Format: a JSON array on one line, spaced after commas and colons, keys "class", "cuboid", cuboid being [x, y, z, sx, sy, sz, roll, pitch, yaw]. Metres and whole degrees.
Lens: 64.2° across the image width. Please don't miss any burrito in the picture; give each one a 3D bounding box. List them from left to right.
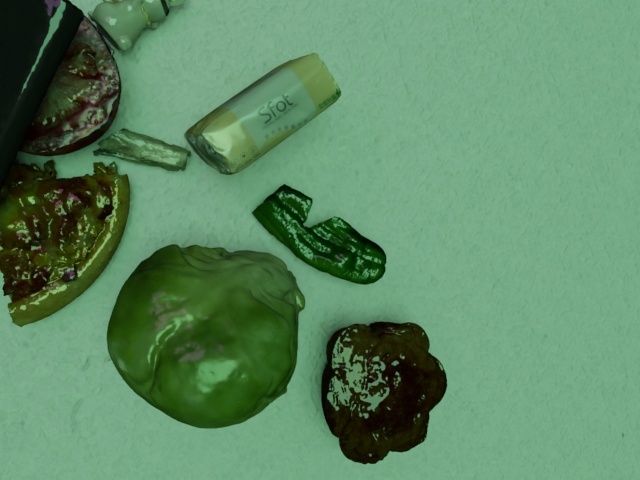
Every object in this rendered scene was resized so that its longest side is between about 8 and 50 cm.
[{"class": "burrito", "cuboid": [-0.287, -0.147, 0.830, 0.149, 0.041, 0.055, 12, 102, -15]}]

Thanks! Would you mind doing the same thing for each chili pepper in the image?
[{"class": "chili pepper", "cuboid": [0.001, -0.001, 0.893, 0.253, 0.083, 0.099, 32, 83, -9]}]

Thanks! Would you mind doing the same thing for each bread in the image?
[{"class": "bread", "cuboid": [0.108, 0.261, 0.899, 0.231, 0.135, 0.247, 1, 91, -15]}]

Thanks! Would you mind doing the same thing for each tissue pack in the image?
[{"class": "tissue pack", "cuboid": [-0.099, -0.197, 0.805, 0.222, 0.186, 0.090, -37, 113, -11]}]

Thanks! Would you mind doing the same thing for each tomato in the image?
[{"class": "tomato", "cuboid": [-0.405, -0.236, 0.769, 0.224, 0.085, 0.225, 0, 92, -3]}]

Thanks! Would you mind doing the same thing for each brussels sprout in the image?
[{"class": "brussels sprout", "cuboid": [-0.165, 0.125, 0.755, 0.273, 0.317, 0.243, -3, 121, 5]}]

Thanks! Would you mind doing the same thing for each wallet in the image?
[{"class": "wallet", "cuboid": [-0.499, -0.182, 0.694, 0.228, 0.062, 0.406, 31, 99, 4]}]

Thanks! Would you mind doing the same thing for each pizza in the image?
[{"class": "pizza", "cuboid": [-0.428, -0.023, 0.778, 0.228, 0.081, 0.290, 37, 84, -13]}]

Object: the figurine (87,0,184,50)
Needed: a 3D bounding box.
[{"class": "figurine", "cuboid": [-0.291, -0.378, 0.801, 0.098, 0.081, 0.146, 45, 81, -12]}]
